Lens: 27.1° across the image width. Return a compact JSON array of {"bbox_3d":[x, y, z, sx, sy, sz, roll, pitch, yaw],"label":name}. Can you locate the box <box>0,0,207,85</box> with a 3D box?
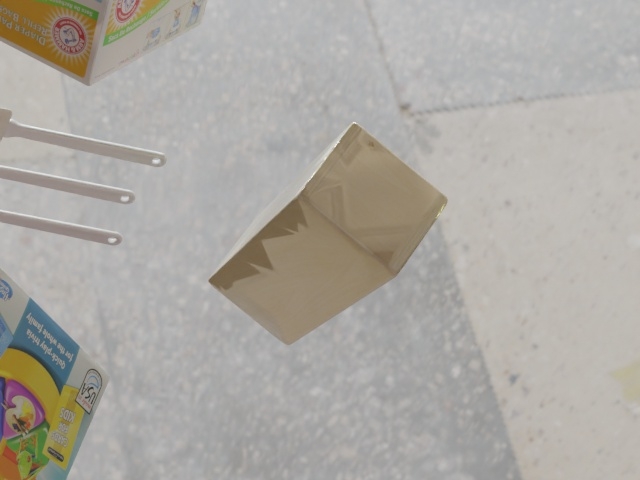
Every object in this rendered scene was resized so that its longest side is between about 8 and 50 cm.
[{"bbox_3d":[-0.182,-0.227,1.146,0.114,0.103,0.203,28,32,12],"label":"box"}]

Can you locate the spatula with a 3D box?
[{"bbox_3d":[-0.285,-0.061,1.281,0.242,0.168,0.019,11,43,-26],"label":"spatula"}]

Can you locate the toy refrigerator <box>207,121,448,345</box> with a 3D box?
[{"bbox_3d":[0.000,0.000,1.152,0.102,0.269,0.094,39,64,-5],"label":"toy refrigerator"}]

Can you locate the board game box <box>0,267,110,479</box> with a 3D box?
[{"bbox_3d":[-0.369,0.225,1.387,0.079,0.254,0.336,4,59,28],"label":"board game box"}]
